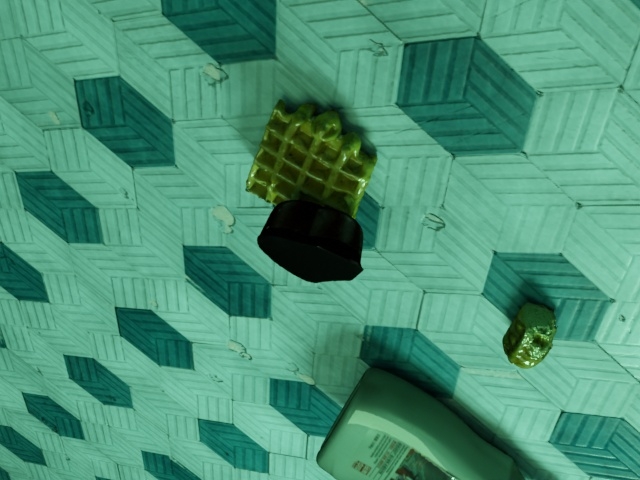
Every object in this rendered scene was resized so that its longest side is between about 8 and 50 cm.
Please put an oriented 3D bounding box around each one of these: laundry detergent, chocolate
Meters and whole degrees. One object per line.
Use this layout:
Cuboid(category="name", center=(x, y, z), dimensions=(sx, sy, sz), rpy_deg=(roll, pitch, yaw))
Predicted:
Cuboid(category="laundry detergent", center=(0.205, 0.394, 1.938), dimensions=(0.398, 0.124, 0.264), rpy_deg=(28, 132, 2))
Cuboid(category="chocolate", center=(0.000, 0.000, 1.549), dimensions=(0.149, 0.080, 0.125), rpy_deg=(12, 155, 14))

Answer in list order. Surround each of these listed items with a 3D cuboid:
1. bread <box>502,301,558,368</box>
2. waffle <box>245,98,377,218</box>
Cuboid(category="bread", center=(0.291, 0.138, 1.610), dimensions=(0.066, 0.060, 0.110), rpy_deg=(40, 148, 16))
Cuboid(category="waffle", center=(-0.007, -0.101, 1.542), dimensions=(0.160, 0.055, 0.211), rpy_deg=(30, 146, 3))
